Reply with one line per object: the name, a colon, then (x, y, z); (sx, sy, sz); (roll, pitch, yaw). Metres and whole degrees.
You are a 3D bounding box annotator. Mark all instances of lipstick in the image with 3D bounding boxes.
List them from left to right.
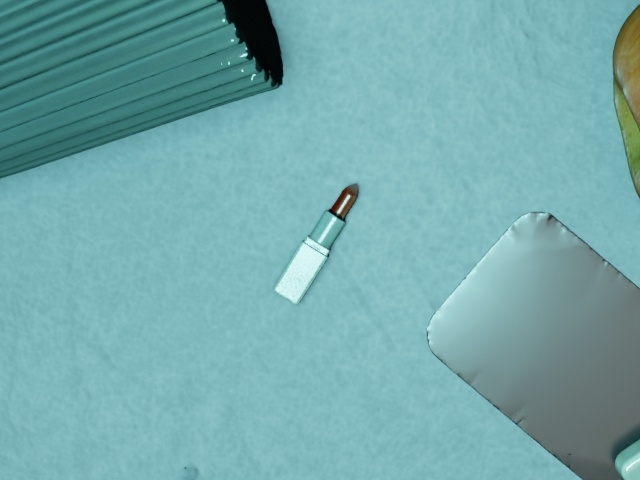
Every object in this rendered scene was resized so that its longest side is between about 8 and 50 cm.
lipstick: (0.000, 0.000, 1.711); (0.030, 0.030, 0.129); (32, 95, 2)

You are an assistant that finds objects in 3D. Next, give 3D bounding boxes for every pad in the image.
pad: (0.249, 0.113, 1.715); (0.267, 0.004, 0.181); (41, 95, 0)

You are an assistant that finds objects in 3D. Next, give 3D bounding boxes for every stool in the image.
stool: (-0.239, -0.210, 1.591); (0.330, 0.297, 0.297); (-22, 92, 8)

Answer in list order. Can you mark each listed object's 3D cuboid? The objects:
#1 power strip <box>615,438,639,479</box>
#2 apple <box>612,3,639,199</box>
power strip: (0.427, 0.161, 1.676); (0.338, 0.058, 0.098); (-36, 93, 4)
apple: (0.387, -0.129, 1.577); (0.241, 0.242, 0.242); (-13, 93, 2)
